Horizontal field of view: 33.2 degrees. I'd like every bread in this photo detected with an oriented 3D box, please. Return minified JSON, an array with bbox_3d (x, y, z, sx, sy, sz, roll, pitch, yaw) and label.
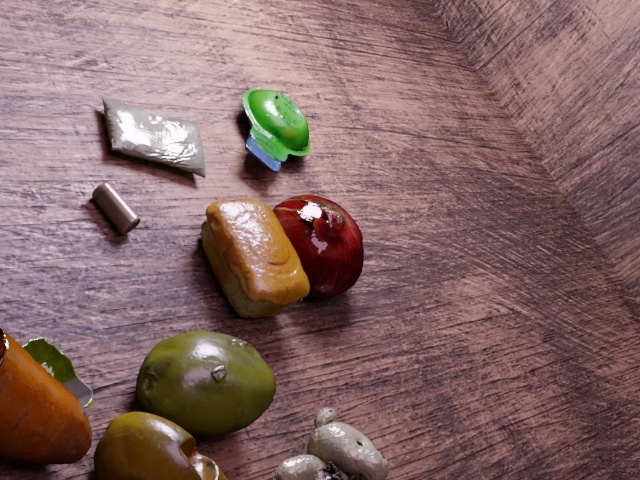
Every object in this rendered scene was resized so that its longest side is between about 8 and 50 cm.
[{"bbox_3d":[-0.132,0.033,2.068,0.174,0.121,0.246,5,53,-49],"label":"bread"}]

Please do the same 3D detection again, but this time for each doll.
[{"bbox_3d":[0.023,0.428,1.816,0.278,0.149,0.175,-60,138,-44],"label":"doll"}]

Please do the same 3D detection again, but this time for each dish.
[{"bbox_3d":[-0.407,0.213,1.621,0.137,0.039,0.091,44,27,-6],"label":"dish"}]

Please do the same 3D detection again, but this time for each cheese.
[{"bbox_3d":[-0.107,-0.252,2.443,0.204,0.083,0.320,40,30,-14],"label":"cheese"}]

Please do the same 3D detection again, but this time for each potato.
[{"bbox_3d":[-0.184,0.231,1.762,0.253,0.148,0.186,-5,61,-53],"label":"potato"}]

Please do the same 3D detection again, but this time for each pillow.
[{"bbox_3d":[-0.334,-0.208,2.161,0.229,0.050,0.148,13,41,-38],"label":"pillow"}]

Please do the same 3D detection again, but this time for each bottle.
[{"bbox_3d":[-0.373,-0.060,1.955,0.096,0.045,0.045,50,32,7],"label":"bottle"}]

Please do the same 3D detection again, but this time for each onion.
[{"bbox_3d":[-0.004,0.008,2.229,0.248,0.161,0.248,23,59,-45],"label":"onion"}]

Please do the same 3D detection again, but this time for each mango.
[{"bbox_3d":[-0.217,0.361,1.581,0.262,0.167,0.130,46,46,-8],"label":"mango"}]

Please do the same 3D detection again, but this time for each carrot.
[{"bbox_3d":[-0.415,0.234,1.501,0.225,0.159,0.159,39,31,-32],"label":"carrot"}]
